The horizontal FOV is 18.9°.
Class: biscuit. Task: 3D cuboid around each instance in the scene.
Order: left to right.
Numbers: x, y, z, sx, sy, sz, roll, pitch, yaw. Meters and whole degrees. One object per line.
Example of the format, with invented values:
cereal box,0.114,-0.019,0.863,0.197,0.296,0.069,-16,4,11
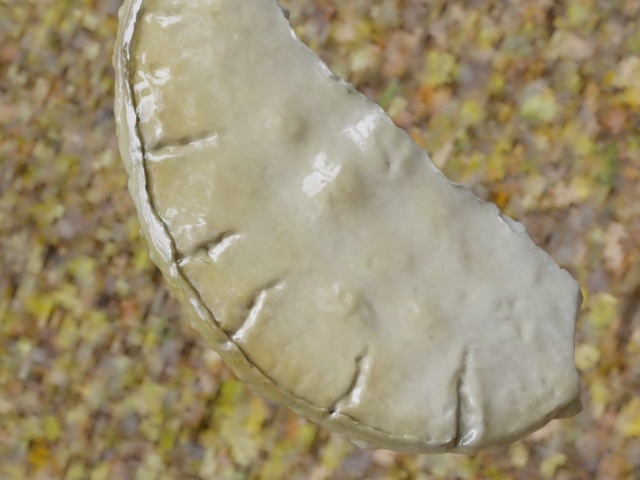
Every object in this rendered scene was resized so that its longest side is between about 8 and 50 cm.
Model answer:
biscuit,0.001,0.000,0.835,0.141,0.290,0.038,-49,10,-21
